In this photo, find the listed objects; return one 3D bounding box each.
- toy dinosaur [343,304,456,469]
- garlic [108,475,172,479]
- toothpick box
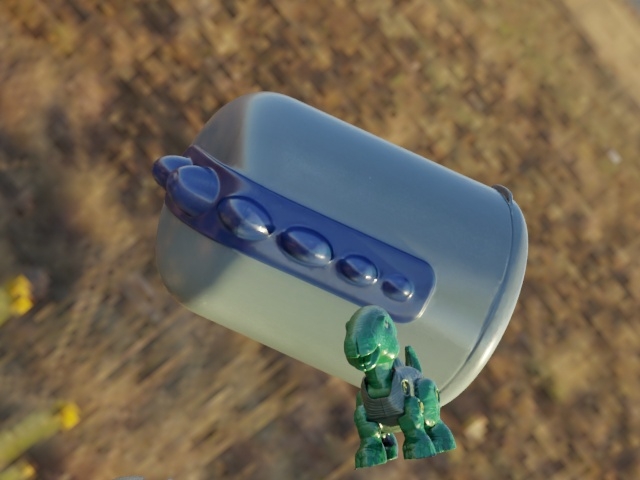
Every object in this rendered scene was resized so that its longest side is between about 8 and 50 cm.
[{"bbox_3d":[0.044,0.085,1.177,0.132,0.059,0.096,-5,86,-75],"label":"toy dinosaur"},{"bbox_3d":[-0.168,0.223,1.157,0.143,0.229,0.178,29,24,-37],"label":"garlic"},{"bbox_3d":[0.000,0.000,1.877,0.354,0.263,0.263,24,22,-18],"label":"toothpick box"}]
